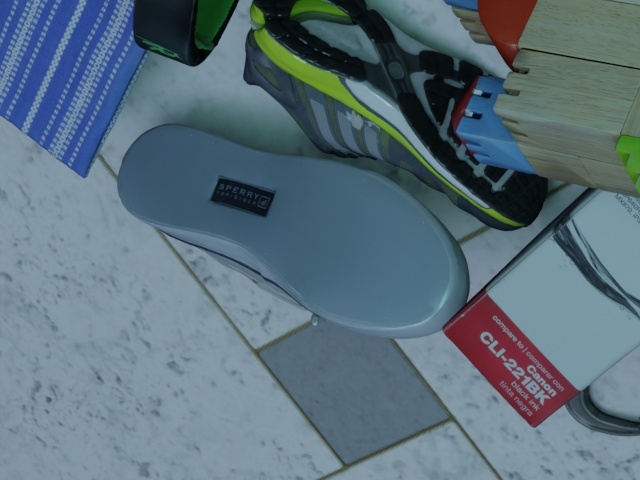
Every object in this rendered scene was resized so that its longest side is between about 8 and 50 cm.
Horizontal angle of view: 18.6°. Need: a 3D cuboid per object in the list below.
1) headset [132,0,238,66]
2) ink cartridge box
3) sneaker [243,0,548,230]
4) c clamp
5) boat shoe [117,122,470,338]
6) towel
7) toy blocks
[{"bbox_3d":[-0.030,-0.316,1.481,0.185,0.243,0.394,18,103,4],"label":"headset"},{"bbox_3d":[0.251,-0.002,1.525,0.114,0.197,0.273,47,130,4],"label":"ink cartridge box"},{"bbox_3d":[0.061,-0.107,1.650,0.300,0.111,0.121,38,150,2],"label":"sneaker"},{"bbox_3d":[0.276,0.114,1.710,0.137,0.022,0.160,19,127,18],"label":"c clamp"},{"bbox_3d":[-0.005,0.008,1.716,0.367,0.135,0.156,18,172,34],"label":"boat shoe"},{"bbox_3d":[-0.299,-0.228,1.676,0.336,0.040,0.243,36,131,5],"label":"towel"},{"bbox_3d":[0.201,-0.187,1.360,0.261,0.381,0.191,14,161,33],"label":"toy blocks"}]
